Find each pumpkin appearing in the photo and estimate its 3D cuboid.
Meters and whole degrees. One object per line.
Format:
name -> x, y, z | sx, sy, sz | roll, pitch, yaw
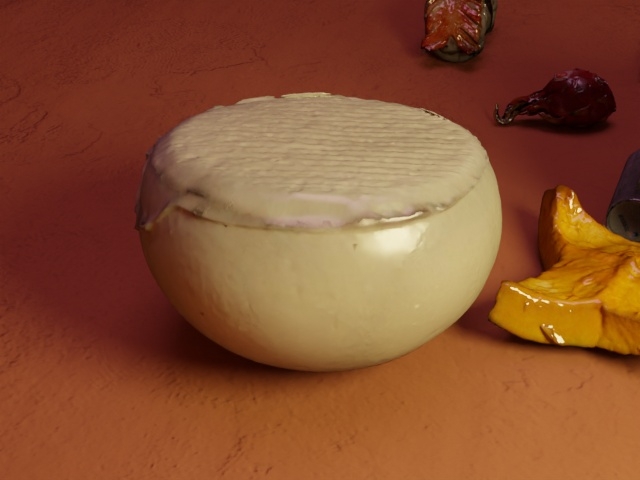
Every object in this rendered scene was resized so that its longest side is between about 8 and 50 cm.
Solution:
pumpkin -> 0.338, 0.040, 1.124 | 0.258, 0.095, 0.290 | 8, 28, 24

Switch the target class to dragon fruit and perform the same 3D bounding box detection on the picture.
dragon fruit -> 0.366, -0.217, 1.579 | 0.191, 0.094, 0.094 | -5, 30, 4

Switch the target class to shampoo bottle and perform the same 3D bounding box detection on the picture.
shampoo bottle -> 0.428, -0.072, 1.340 | 0.072, 0.072, 0.214 | 11, 32, 21

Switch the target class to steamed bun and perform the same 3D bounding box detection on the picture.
steamed bun -> 0.000, 0.000, 1.059 | 0.375, 0.241, 0.374 | -2, 25, 1

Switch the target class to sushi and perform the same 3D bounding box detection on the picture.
sushi -> 0.267, -0.430, 1.923 | 0.124, 0.130, 0.332 | 3, 24, 17
